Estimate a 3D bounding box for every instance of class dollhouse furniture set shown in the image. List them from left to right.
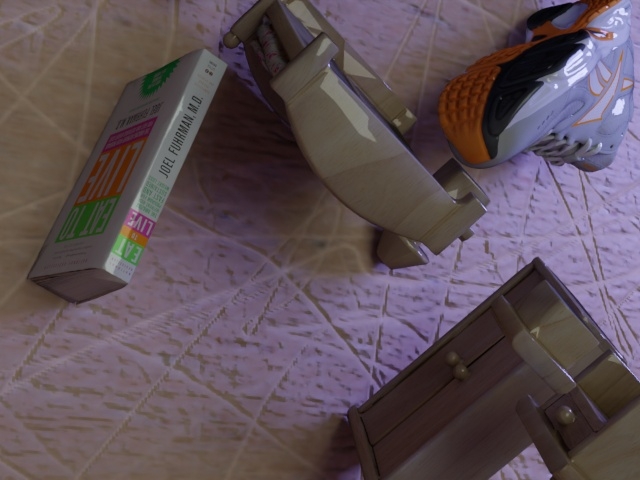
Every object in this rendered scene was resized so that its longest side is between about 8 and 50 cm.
[{"bbox_3d":[0.000,0.000,0.730,0.174,0.303,0.355,-42,110,8],"label":"dollhouse furniture set"}]

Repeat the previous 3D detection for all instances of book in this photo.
[{"bbox_3d":[-0.109,-0.037,0.731,0.035,0.096,0.144,32,66,-26],"label":"book"}]

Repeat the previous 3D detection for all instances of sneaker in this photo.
[{"bbox_3d":[0.179,-0.093,0.917,0.262,0.099,0.121,-39,115,-48],"label":"sneaker"}]
